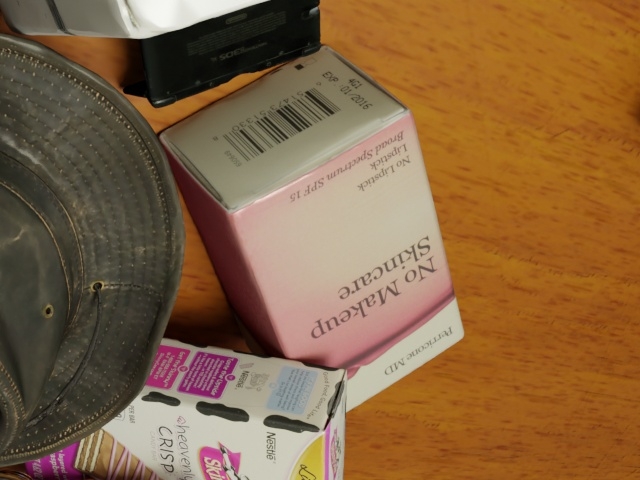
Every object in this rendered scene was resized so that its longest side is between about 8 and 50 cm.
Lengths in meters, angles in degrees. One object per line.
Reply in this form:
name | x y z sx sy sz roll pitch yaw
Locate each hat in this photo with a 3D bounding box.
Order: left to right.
hat | -0.236 0.042 0.662 0.332 0.134 0.331 -1 120 -2

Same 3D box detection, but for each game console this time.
game console | -0.068 -0.138 0.738 0.122 0.071 0.107 -23 141 -19

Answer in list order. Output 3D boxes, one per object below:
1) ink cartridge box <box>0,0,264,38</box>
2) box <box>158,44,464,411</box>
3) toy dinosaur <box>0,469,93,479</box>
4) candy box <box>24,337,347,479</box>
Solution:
ink cartridge box | -0.051 -0.186 0.564 0.211 0.289 0.121 -22 108 -20
box | 0.000 0.000 0.853 0.149 0.127 0.232 -31 132 -13
toy dinosaur | -0.243 0.210 0.777 0.322 0.218 0.164 -35 93 6
candy box | -0.101 0.155 0.840 0.234 0.071 0.159 8 125 11
